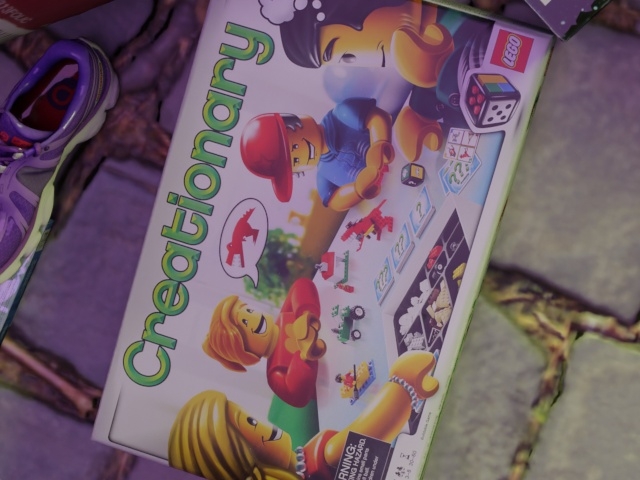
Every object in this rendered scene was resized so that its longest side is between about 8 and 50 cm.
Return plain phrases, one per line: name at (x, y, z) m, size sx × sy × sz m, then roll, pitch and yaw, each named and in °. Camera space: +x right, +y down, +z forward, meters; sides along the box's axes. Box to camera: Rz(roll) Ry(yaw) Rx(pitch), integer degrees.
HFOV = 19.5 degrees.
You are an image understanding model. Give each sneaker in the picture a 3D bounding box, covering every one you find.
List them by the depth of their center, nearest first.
sneaker at (-0.183, -0.047, 1.075) m, size 0.068 × 0.071 × 0.170 m, roll 29°, pitch 88°, yaw 7°

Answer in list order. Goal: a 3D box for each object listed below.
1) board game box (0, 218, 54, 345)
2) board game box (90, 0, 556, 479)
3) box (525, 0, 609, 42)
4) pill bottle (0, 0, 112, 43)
board game box at (-0.220, 0.009, 1.128) m, size 0.090 × 0.020 × 0.090 m, roll 26°, pitch 100°, yaw 5°
board game box at (0.000, 0.000, 1.071) m, size 0.193 × 0.053 × 0.305 m, roll 17°, pitch 99°, yaw 8°
box at (0.199, -0.199, 0.957) m, size 0.233 × 0.159 × 0.044 m, roll -43°, pitch 89°, yaw 12°
pill bottle at (-0.101, -0.249, 0.972) m, size 0.392 × 0.224 × 0.224 m, roll -19°, pitch 93°, yaw 12°
